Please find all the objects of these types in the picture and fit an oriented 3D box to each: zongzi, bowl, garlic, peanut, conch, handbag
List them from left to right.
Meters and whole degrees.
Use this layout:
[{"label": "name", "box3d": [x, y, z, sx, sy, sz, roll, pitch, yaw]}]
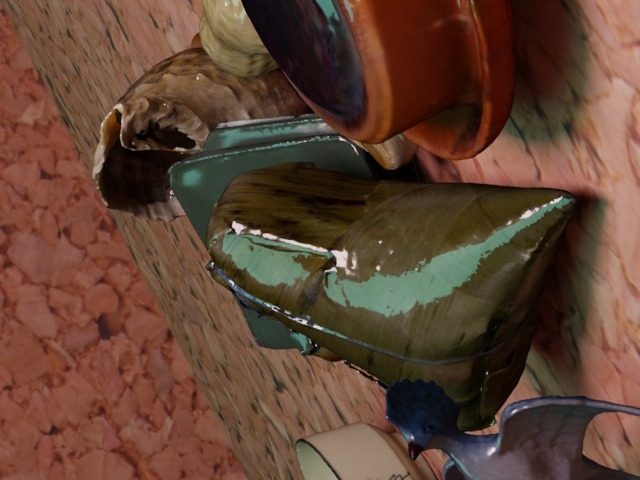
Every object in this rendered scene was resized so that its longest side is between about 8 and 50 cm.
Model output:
[{"label": "conch", "box3d": [-0.140, -0.131, 1.917, 0.210, 0.291, 0.159, -27, 64, 34]}, {"label": "peanut", "box3d": [-0.066, -0.231, 1.745, 0.123, 0.123, 0.257, 62, 169, -2]}, {"label": "handbag", "box3d": [-0.001, 0.000, 1.778, 0.247, 0.079, 0.260, -5, 119, 35]}, {"label": "bowl", "box3d": [0.076, 0.329, 2.261, 0.238, 0.126, 0.238, 54, 164, 23]}, {"label": "garlic", "box3d": [0.057, -0.119, 1.612, 0.113, 0.074, 0.094, 61, 160, 21]}, {"label": "zongzi", "box3d": [0.055, -0.009, 1.527, 0.323, 0.160, 0.360, 26, 153, 8]}]

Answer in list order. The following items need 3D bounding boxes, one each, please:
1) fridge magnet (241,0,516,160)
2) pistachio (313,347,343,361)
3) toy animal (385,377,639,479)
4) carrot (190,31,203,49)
[{"label": "fridge magnet", "box3d": [0.027, -0.220, 1.362, 0.363, 0.155, 0.363, 55, 165, 22]}, {"label": "pistachio", "box3d": [-0.002, 0.039, 1.974, 0.144, 0.144, 0.215, 34, 152, 60]}, {"label": "toy animal", "box3d": [0.183, 0.189, 1.515, 0.239, 0.255, 0.176, -47, 49, 51]}, {"label": "carrot", "box3d": [-0.101, -0.226, 2.012, 0.048, 0.048, 0.216, 64, 161, -10]}]
